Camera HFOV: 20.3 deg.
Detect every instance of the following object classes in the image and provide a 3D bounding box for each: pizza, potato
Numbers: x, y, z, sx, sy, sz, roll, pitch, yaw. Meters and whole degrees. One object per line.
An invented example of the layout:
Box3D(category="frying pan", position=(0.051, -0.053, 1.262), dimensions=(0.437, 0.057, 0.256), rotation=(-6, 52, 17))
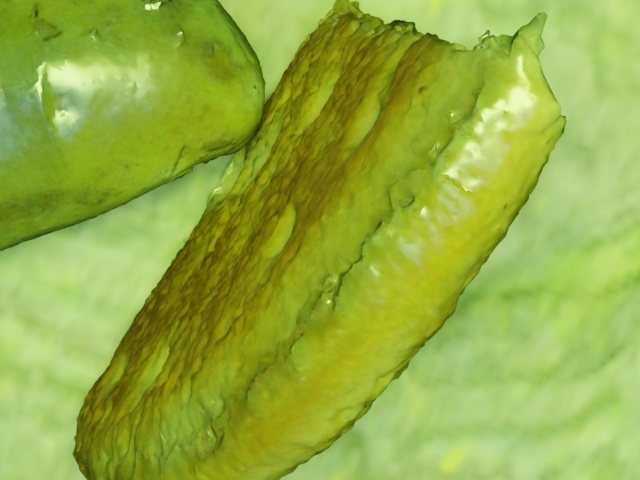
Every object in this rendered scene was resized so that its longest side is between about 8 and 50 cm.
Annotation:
Box3D(category="pizza", position=(0.000, 0.000, 0.590), dimensions=(0.058, 0.197, 0.292), rotation=(30, 137, -15))
Box3D(category="potato", position=(-0.112, -0.044, 0.609), dimensions=(0.188, 0.085, 0.105), rotation=(-10, 96, -1))
